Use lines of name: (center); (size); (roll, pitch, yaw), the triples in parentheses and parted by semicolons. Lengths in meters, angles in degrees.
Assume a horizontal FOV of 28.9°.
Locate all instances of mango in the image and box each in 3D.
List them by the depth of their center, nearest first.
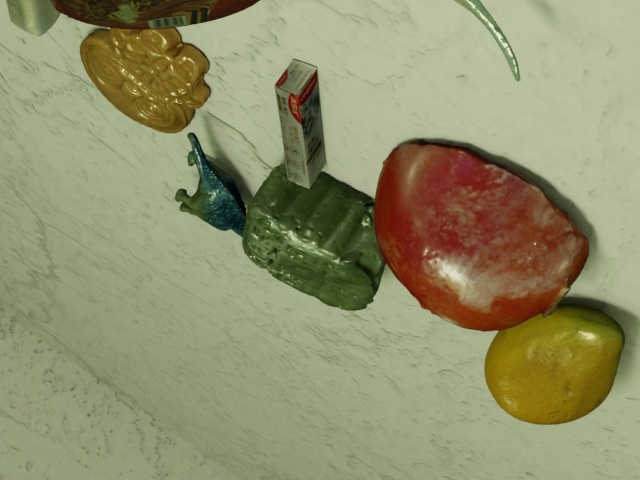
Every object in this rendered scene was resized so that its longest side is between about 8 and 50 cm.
mango: (0.333, 0.174, 1.768); (0.176, 0.119, 0.317); (41, 151, 5)

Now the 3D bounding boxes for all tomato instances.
tomato: (0.178, 0.018, 1.614); (0.309, 0.170, 0.309); (26, 154, 14)

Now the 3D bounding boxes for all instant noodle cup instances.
instant noodle cup: (-0.186, -0.334, 1.455); (0.274, 0.090, 0.274); (-8, 170, -1)

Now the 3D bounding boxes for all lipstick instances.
lipstick: (-0.409, -0.387, 1.724); (0.079, 0.077, 0.253); (30, 156, 7)

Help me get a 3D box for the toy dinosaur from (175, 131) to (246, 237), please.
toy dinosaur: (-0.163, -0.070, 1.980); (0.147, 0.076, 0.363); (23, 157, 34)

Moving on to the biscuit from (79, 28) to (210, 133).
biscuit: (-0.259, -0.242, 1.843); (0.202, 0.044, 0.289); (44, 156, -18)

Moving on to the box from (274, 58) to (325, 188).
box: (-0.026, -0.156, 1.694); (0.039, 0.055, 0.218); (24, 154, 17)

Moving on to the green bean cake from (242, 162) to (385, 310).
green bean cake: (0.000, 0.000, 1.867); (0.227, 0.125, 0.222); (27, 155, 4)

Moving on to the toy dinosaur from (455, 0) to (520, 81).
toy dinosaur: (0.067, -0.311, 1.259); (0.393, 0.092, 0.205); (37, 155, -8)
